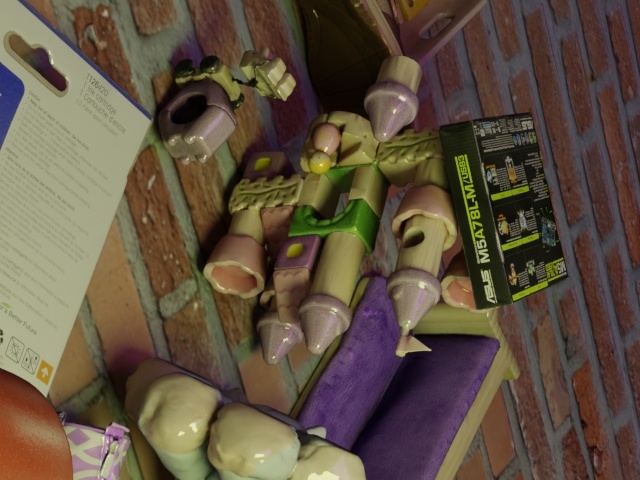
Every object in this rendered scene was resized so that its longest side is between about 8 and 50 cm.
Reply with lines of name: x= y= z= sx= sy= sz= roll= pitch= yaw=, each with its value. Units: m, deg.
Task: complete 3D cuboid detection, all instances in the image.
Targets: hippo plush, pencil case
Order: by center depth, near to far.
pencil case: x=-0.220 y=0.262 z=1.458 sx=0.086 sy=0.088 sz=0.206 roll=21 pitch=72 yaw=-52
hippo plush: x=-0.115 y=0.261 z=1.547 sx=0.234 sy=0.294 sz=0.236 roll=26 pitch=87 yaw=-11

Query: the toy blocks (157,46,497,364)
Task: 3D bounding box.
toy blocks: x=0.000 y=0.000 z=1.610 sx=0.309 sy=0.288 sz=0.260 roll=55 pitch=41 yaw=-41

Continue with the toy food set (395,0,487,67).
toy food set: x=0.108 y=-0.386 z=1.954 sx=0.220 sy=0.092 sz=0.306 roll=-47 pitch=124 yaw=-45

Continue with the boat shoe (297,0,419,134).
boat shoe: x=0.045 y=-0.264 z=1.841 sx=0.123 sy=0.123 sz=0.342 roll=-45 pitch=117 yaw=-44

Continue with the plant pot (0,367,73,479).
plant pot: x=-0.335 y=0.169 z=1.176 sx=0.265 sy=0.272 sz=0.272 roll=28 pitch=65 yaw=-58

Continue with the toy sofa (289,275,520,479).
toy sofa: x=0.080 y=0.208 z=1.827 sx=0.362 sy=0.150 sz=0.177 roll=-57 pitch=133 yaw=-39

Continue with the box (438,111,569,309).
box: x=0.187 y=-0.034 z=1.624 sx=0.190 sy=0.045 sz=0.184 roll=-16 pitch=96 yaw=-64

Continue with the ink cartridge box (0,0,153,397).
ink cartridge box: x=-0.301 y=-0.057 z=1.389 sx=0.303 sy=0.072 sz=0.307 roll=43 pitch=52 yaw=-43
